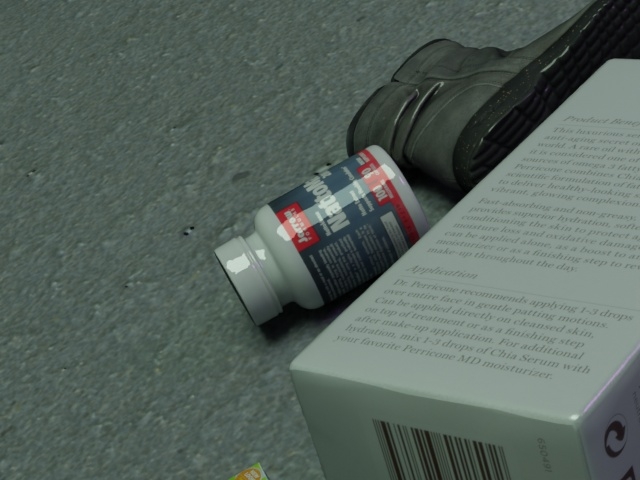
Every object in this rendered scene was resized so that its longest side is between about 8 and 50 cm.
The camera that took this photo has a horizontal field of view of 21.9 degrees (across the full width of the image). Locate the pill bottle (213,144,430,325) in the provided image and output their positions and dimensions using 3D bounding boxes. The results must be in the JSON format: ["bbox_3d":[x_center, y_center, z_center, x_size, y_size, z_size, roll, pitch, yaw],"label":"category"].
[{"bbox_3d":[0.000,0.000,1.511,0.180,0.108,0.108,-30,35,-5],"label":"pill bottle"}]

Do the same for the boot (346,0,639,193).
[{"bbox_3d":[0.191,-0.174,1.616,0.338,0.118,0.223,-36,31,-21],"label":"boot"}]

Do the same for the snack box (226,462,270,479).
[{"bbox_3d":[-0.064,0.248,1.291,0.100,0.037,0.141,-28,35,-6],"label":"snack box"}]

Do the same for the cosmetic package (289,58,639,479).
[{"bbox_3d":[0.211,0.041,1.187,0.230,0.161,0.453,8,37,39],"label":"cosmetic package"}]
